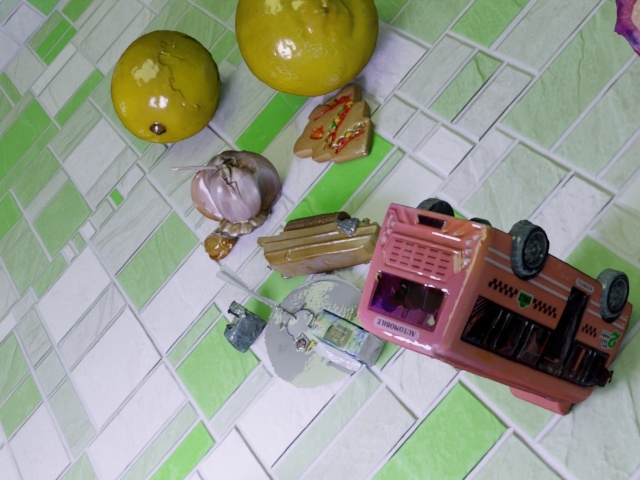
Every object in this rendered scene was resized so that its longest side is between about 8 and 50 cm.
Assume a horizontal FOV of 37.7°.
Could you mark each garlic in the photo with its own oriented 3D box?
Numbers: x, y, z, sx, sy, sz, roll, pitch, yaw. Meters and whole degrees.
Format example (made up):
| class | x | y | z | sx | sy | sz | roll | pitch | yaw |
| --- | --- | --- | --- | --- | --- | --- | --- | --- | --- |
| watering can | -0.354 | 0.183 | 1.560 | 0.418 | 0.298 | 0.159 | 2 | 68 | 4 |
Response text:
| class | x | y | z | sx | sy | sz | roll | pitch | yaw |
| --- | --- | --- | --- | --- | --- | --- | --- | --- | --- |
| garlic | -0.214 | -0.096 | 2.079 | 0.207 | 0.257 | 0.207 | 3 | 95 | 34 |

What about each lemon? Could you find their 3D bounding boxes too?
| class | x | y | z | sx | sy | sz | roll | pitch | yaw |
| --- | --- | --- | --- | --- | --- | --- | --- | --- | --- |
| lemon | -0.395 | -0.394 | 2.412 | 0.297 | 0.297 | 0.297 | -23 | 48 | 28 |
| lemon | -0.035 | -0.484 | 2.121 | 0.348 | 0.348 | 0.347 | -23 | 48 | 28 |

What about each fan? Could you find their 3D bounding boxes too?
| class | x | y | z | sx | sy | sz | roll | pitch | yaw |
| --- | --- | --- | --- | --- | --- | --- | --- | --- | --- |
| fan | -0.068 | 0.143 | 1.852 | 0.415 | 0.012 | 0.233 | 26 | 75 | 34 |

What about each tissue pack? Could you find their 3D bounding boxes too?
| class | x | y | z | sx | sy | sz | roll | pitch | yaw |
| --- | --- | --- | --- | --- | --- | --- | --- | --- | --- |
| tissue pack | 0.044 | 0.188 | 1.719 | 0.111 | 0.085 | 0.079 | 24 | 80 | 31 |

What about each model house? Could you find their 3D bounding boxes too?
| class | x | y | z | sx | sy | sz | roll | pitch | yaw |
| --- | --- | --- | --- | --- | --- | --- | --- | --- | --- |
| model house | -0.166 | 0.179 | 1.937 | 0.066 | 0.079 | 0.083 | 28 | 83 | 51 |

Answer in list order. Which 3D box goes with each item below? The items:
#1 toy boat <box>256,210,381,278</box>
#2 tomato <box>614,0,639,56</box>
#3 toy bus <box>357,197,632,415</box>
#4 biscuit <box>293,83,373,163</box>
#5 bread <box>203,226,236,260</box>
| class | x | y | z | sx | sy | sz | roll | pitch | yaw |
| --- | --- | --- | --- | --- | --- | --- | --- | --- | --- |
| toy boat | 0.000 | 0.000 | 1.910 | 0.310 | 0.089 | 0.115 | -13 | 51 | 36 |
| tomato | 0.665 | -0.379 | 1.539 | 0.335 | 0.176 | 0.289 | -23 | 69 | 28 |
| toy bus | 0.265 | 0.099 | 1.358 | 0.203 | 0.427 | 0.233 | 17 | 85 | 47 |
| biscuit | 0.040 | -0.247 | 2.094 | 0.212 | 0.041 | 0.239 | -47 | 40 | 2 |
| bread | -0.230 | 0.005 | 2.147 | 0.081 | 0.046 | 0.083 | 9 | 69 | 51 |
